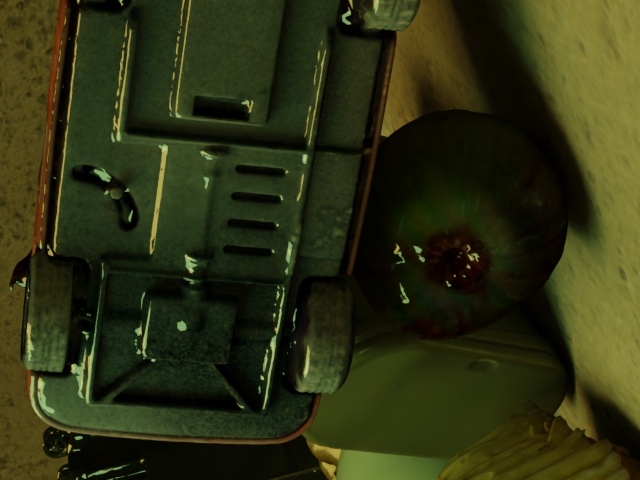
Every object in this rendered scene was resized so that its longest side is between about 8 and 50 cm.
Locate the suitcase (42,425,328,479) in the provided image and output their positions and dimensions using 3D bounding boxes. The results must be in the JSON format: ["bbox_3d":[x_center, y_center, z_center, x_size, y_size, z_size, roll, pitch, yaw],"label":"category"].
[{"bbox_3d":[-0.106,0.285,2.267,0.283,0.434,0.194,-104,-3,-62],"label":"suitcase"}]

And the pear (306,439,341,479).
[{"bbox_3d":[0.064,0.209,2.005,0.167,0.136,0.167,41,161,18],"label":"pear"}]

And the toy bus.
[{"bbox_3d":[-0.071,-0.098,1.162,0.233,0.203,0.426,-103,21,-60],"label":"toy bus"}]

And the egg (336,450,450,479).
[{"bbox_3d":[0.122,0.232,1.563,0.264,0.183,0.183,50,166,28],"label":"egg"}]

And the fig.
[{"bbox_3d":[0.085,-0.028,1.259,0.245,0.149,0.149,-89,-23,-71],"label":"fig"}]

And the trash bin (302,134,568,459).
[{"bbox_3d":[0.037,0.032,1.423,0.243,0.121,0.247,10,-140,-43],"label":"trash bin"}]

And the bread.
[{"bbox_3d":[0.184,0.240,1.363,0.250,0.133,0.179,67,171,-24],"label":"bread"}]
